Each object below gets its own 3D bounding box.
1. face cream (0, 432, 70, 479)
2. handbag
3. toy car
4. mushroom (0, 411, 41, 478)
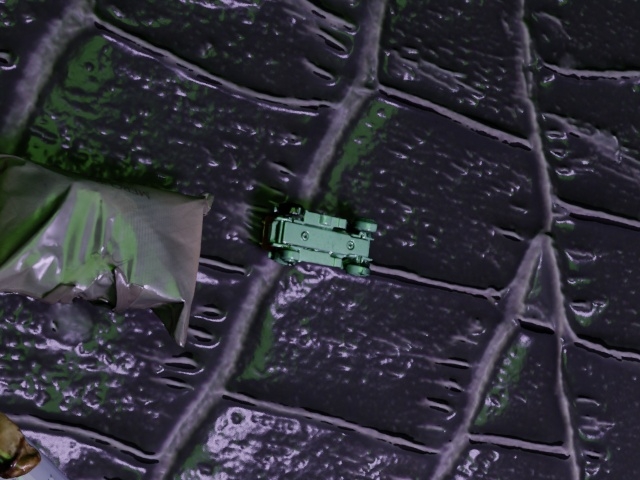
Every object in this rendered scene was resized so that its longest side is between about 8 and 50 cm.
[{"bbox_3d":[-0.319,0.237,1.555,0.229,0.075,0.075,48,66,-19],"label":"face cream"},{"bbox_3d":[-0.238,0.009,1.593,0.270,0.117,0.182,12,67,-29],"label":"handbag"},{"bbox_3d":[0.000,0.000,1.769,0.143,0.054,0.073,9,84,-34],"label":"toy car"},{"bbox_3d":[-0.455,0.157,1.420,0.208,0.233,0.302,-43,136,2],"label":"mushroom"}]
